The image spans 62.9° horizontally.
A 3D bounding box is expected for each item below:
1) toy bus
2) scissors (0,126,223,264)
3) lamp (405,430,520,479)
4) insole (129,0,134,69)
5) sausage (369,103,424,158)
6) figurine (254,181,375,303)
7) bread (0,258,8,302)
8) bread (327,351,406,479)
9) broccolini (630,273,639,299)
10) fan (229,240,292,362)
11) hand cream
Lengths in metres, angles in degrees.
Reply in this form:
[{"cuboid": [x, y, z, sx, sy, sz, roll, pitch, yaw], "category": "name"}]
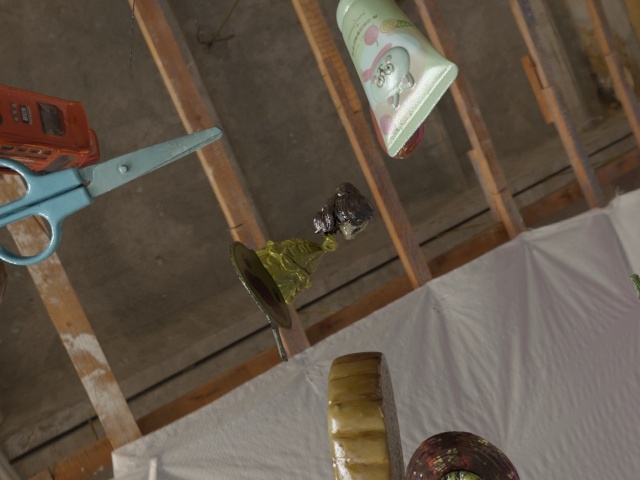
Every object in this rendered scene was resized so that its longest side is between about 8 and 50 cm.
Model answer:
[{"cuboid": [-0.547, -0.199, 0.966, 0.329, 0.153, 0.142, 1, -108, -58], "category": "toy bus"}, {"cuboid": [-0.379, -0.110, 0.908, 0.447, 0.029, 0.192, -23, -74, -5], "category": "scissors"}, {"cuboid": [0.290, 0.514, 1.065, 0.247, 0.247, 0.246, 3, -98, -26], "category": "lamp"}, {"cuboid": [-0.249, -0.296, 0.695, 0.002, 0.045, 0.134, 3, -69, -21], "category": "insole"}, {"cuboid": [0.210, -0.356, 1.450, 0.148, 0.148, 0.254, -2, -116, -26], "category": "sausage"}, {"cuboid": [0.003, 0.004, 1.311, 0.315, 0.187, 0.168, -37, -120, 1], "category": "figurine"}, {"cuboid": [-0.709, 0.081, 0.991, 0.230, 0.123, 0.229, 0, -94, 3], "category": "bread"}, {"cuboid": [0.058, 0.248, 0.619, 0.070, 0.236, 0.235, -8, -93, 9], "category": "bread"}, {"cuboid": [0.748, 0.138, 1.212, 0.218, 0.044, 0.042, 43, -145, -32], "category": "broccolini"}, {"cuboid": [-0.112, 0.119, 1.074, 0.011, 0.335, 0.229, -33, -51, 5], "category": "fan"}, {"cuboid": [0.101, -0.271, 0.770, 0.093, 0.147, 0.305, 11, -136, -32], "category": "hand cream"}]
